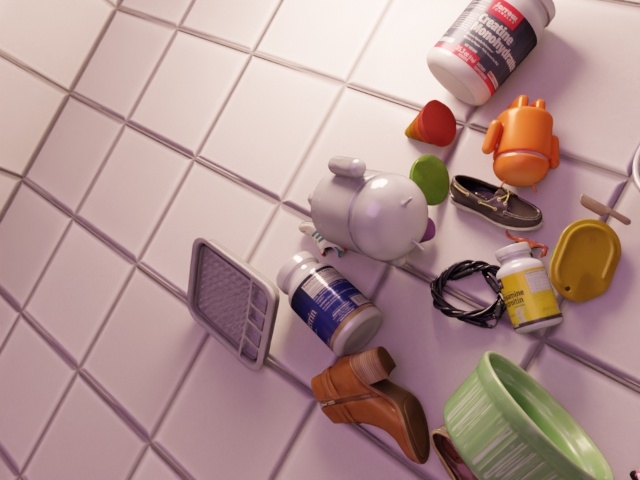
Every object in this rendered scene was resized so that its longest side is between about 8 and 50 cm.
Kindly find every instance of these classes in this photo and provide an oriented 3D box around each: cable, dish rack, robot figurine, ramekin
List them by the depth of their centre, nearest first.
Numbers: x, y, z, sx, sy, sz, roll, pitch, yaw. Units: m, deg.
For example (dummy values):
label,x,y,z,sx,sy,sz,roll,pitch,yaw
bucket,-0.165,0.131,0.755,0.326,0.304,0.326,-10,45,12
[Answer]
label,x,y,z,sx,sy,sz,roll,pitch,yaw
ramekin,0.378,0.373,1.012,0.148,0.303,0.303,-49,60,15
robot figurine,0.464,-0.220,1.231,0.128,0.158,0.219,-2,74,43
cable,0.344,0.115,1.242,0.184,0.047,0.151,17,84,31
robot figurine,0.113,-0.067,1.263,0.200,0.300,0.353,-41,29,-18
dish rack,-0.235,0.162,1.458,0.333,0.072,0.286,32,124,30

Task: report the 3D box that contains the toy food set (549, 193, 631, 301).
label,x,y,z,sx,sy,sz,roll,pitch,yaw
toy food set,0.566,0.026,1.150,0.128,0.071,0.218,23,89,6

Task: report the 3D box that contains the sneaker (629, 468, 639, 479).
label,x,y,z,sx,sy,sz,roll,pitch,yaw
sneaker,0.656,0.486,0.964,0.077,0.072,0.178,-33,68,4

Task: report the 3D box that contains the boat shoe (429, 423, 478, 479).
label,x,y,z,sx,sy,sz,roll,pitch,yaw
boat shoe,0.332,0.512,1.107,0.104,0.089,0.285,-49,60,6

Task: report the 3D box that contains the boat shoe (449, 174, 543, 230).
label,x,y,z,sx,sy,sz,roll,pitch,yaw
boat shoe,0.406,-0.091,1.244,0.227,0.069,0.081,23,55,30

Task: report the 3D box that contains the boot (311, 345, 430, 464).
label,x,y,z,sx,sy,sz,roll,pitch,yaw
boot,0.110,0.405,1.248,0.220,0.109,0.283,-32,86,31

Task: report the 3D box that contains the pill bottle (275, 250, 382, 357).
label,x,y,z,sx,sy,sz,roll,pitch,yaw
pill bottle,0.015,0.152,1.340,0.264,0.153,0.153,42,96,31

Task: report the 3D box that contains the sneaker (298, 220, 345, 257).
label,x,y,z,sx,sy,sz,roll,pitch,yaw
sneaker,0.000,0.000,1.445,0.161,0.057,0.075,17,78,27

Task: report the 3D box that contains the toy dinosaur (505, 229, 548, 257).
label,x,y,z,sx,sy,sz,roll,pitch,yaw
toy dinosaur,0.466,0.014,1.195,0.047,0.090,0.082,-61,15,-12

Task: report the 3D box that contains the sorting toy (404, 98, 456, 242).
label,x,y,z,sx,sy,sz,roll,pitch,yaw
sorting toy,0.246,-0.170,1.364,0.126,0.127,0.366,-4,74,57

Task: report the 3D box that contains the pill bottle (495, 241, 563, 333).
label,x,y,z,sx,sy,sz,roll,pitch,yaw
pill bottle,0.443,0.102,1.153,0.103,0.103,0.184,-21,73,21

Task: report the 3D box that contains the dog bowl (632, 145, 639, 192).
label,x,y,z,sx,sy,sz,roll,pitch,yaw
dog bowl,0.755,-0.134,1.016,0.265,0.104,0.265,-27,41,26

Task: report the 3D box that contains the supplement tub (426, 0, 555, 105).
label,x,y,z,sx,sy,sz,roll,pitch,yaw
supplement tub,0.411,-0.487,1.300,0.272,0.191,0.191,-50,60,7
